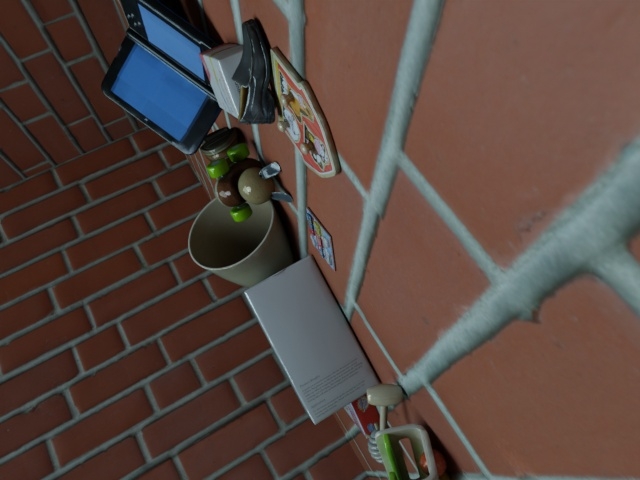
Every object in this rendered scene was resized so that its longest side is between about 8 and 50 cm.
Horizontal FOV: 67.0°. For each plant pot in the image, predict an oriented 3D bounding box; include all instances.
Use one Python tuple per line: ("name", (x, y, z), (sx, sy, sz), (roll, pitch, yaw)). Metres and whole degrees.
("plant pot", (-0.188, 0.032, 1.368), (0.256, 0.256, 0.274), (51, 178, 39))

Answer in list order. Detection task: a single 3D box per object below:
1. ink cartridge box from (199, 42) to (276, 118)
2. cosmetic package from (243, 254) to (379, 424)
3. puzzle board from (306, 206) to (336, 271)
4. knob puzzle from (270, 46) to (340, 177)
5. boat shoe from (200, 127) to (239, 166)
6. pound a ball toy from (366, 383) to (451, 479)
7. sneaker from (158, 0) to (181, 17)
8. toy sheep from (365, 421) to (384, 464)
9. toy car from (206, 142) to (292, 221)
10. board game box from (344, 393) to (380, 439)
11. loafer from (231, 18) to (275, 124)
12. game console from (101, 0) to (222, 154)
("ink cartridge box", (-0.157, -0.299, 0.907), (0.198, 0.067, 0.115), (41, 155, 55))
("cosmetic package", (-0.029, 0.245, 1.234), (0.365, 0.197, 0.155), (63, 168, 4))
("puzzle board", (0.000, 0.000, 1.035), (0.096, 0.011, 0.128), (53, 165, 33))
("knob puzzle", (-0.031, -0.174, 0.764), (0.213, 0.030, 0.213), (56, 165, 23))
("boat shoe", (-0.266, -0.249, 1.361), (0.104, 0.110, 0.307), (63, 177, -22))
("pound a ball toy", (0.201, 0.475, 1.042), (0.208, 0.135, 0.319), (-94, -11, -53))
("sneaker", (-0.414, -0.564, 1.219), (0.139, 0.125, 0.341), (44, 157, 56))
("toy sheep", (0.174, 0.581, 1.378), (0.132, 0.091, 0.091), (69, 166, -5))
("toy car", (-0.146, -0.139, 1.147), (0.188, 0.149, 0.155), (4, 129, 41))
("board game box", (0.067, 0.414, 1.485), (0.242, 0.064, 0.316), (32, 147, 65))
("loafer", (-0.114, -0.268, 0.790), (0.062, 0.061, 0.170), (-125, 25, -53))
("game console", (-0.363, -0.377, 1.088), (0.293, 0.173, 0.250), (35, 164, 2))
